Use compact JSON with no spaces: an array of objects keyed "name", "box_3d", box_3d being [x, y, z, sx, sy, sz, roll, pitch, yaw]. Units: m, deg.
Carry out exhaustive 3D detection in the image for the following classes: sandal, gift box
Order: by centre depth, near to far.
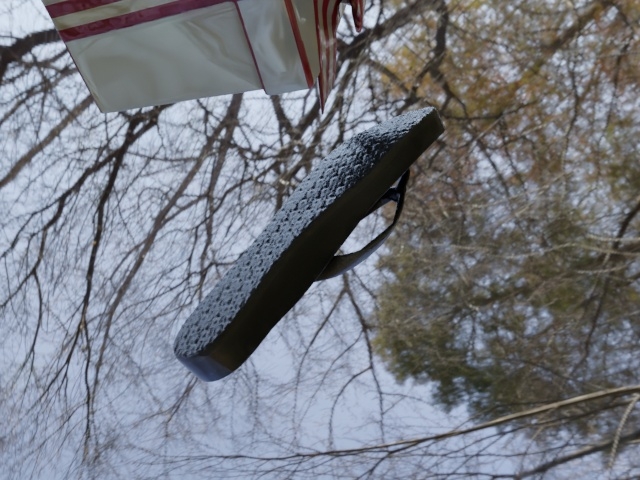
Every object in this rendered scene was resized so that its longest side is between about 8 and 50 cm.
[{"name":"sandal","box_3d":[-0.001,0.000,0.466,0.254,0.097,0.054,-48,-67,-12]},{"name":"gift box","box_3d":[-0.101,-0.259,0.595,0.258,0.255,0.276,-5,-136,17]}]
